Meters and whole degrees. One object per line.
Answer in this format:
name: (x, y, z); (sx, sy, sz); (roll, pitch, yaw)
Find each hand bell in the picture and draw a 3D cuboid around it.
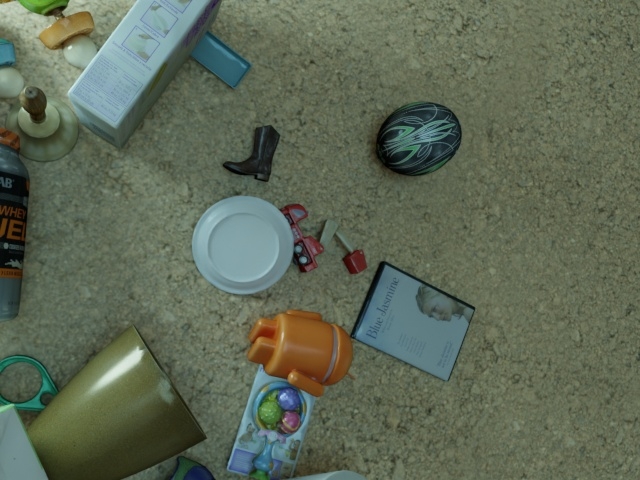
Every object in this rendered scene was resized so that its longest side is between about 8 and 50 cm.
hand bell: (-0.476, -0.213, 1.064); (0.126, 0.242, 0.126); (1, 87, -19)

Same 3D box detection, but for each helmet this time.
helmet: (0.207, -0.214, 1.342); (0.169, 0.161, 0.169); (1, 86, -19)

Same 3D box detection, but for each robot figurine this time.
robot figurine: (-0.030, 0.217, 1.250); (0.219, 0.158, 0.128); (14, 98, -18)

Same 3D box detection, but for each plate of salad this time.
plate of salad: (-0.153, 0.009, 1.260); (0.200, 0.048, 0.199); (-2, 102, -7)

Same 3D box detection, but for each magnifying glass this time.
magnifying glass: (-0.484, 0.290, 1.142); (0.231, 0.026, 0.092); (38, 71, -15)

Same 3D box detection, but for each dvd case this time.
dvd case: (0.207, 0.178, 1.390); (0.253, 0.022, 0.180); (27, 79, -15)

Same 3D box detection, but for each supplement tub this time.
supplement tub: (-0.587, -0.027, 1.039); (0.194, 0.193, 0.316); (3, 86, -19)

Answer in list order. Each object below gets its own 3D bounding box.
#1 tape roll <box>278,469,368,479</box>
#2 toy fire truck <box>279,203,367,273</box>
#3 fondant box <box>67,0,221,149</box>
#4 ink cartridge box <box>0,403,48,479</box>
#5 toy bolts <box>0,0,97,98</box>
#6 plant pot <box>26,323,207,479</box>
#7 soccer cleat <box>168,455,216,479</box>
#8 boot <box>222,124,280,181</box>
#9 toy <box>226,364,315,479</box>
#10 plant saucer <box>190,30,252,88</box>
tape roll: (-0.003, 0.557, 1.161); (0.246, 0.169, 0.246); (26, 51, -38)
toy fire truck: (0.000, 0.000, 1.317); (0.135, 0.047, 0.192); (-27, 94, -19)
fondant box: (-0.299, -0.334, 1.123); (0.096, 0.238, 0.330); (34, 81, -13)
ink cartridge box: (-0.585, 0.396, 0.994); (0.119, 0.353, 0.207); (-28, 98, -59)
toy bolts: (-0.515, -0.351, 1.096); (0.229, 0.218, 0.158); (-27, 102, -1)
plant pot: (-0.361, 0.312, 1.073); (0.254, 0.237, 0.237); (-34, 98, -17)
soccer cleat: (-0.310, 0.532, 1.169); (0.121, 0.093, 0.289); (36, 79, 18)
boot: (-0.138, -0.186, 1.287); (0.106, 0.037, 0.114); (15, 85, -31)
toy: (-0.082, 0.359, 1.260); (0.137, 0.056, 0.237); (22, 80, -17)
plant saucer: (-0.233, -0.387, 1.279); (0.192, 0.018, 0.067); (36, 76, -13)
